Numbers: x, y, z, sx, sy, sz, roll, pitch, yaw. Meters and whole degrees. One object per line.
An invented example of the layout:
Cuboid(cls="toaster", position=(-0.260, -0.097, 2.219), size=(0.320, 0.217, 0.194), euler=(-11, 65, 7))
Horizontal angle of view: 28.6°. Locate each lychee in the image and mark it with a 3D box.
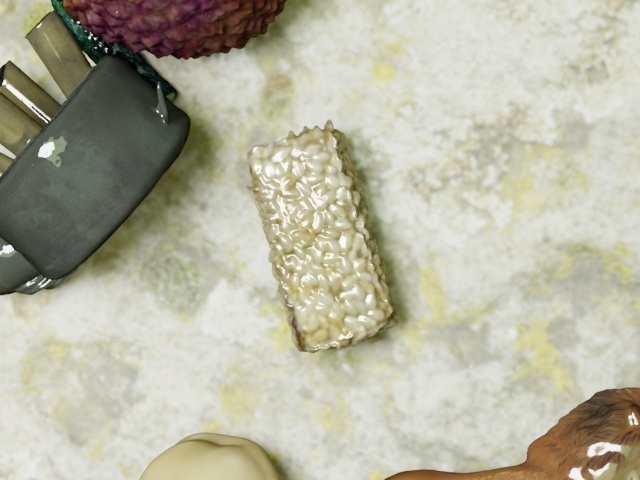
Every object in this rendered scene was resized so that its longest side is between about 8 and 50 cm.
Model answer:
Cuboid(cls="lychee", position=(-0.122, -0.215, 0.903), size=(0.188, 0.188, 0.188), euler=(0, 88, 8))

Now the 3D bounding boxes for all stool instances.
Cuboid(cls="stool", position=(-0.202, -0.050, 0.902), size=(0.139, 0.153, 0.228), euler=(41, 100, -13))

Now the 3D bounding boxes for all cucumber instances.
Cuboid(cls="cucumber", position=(-0.167, -0.151, 0.973), size=(0.032, 0.032, 0.133), euler=(-44, 84, 4))

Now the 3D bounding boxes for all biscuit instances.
Cuboid(cls="biscuit", position=(0.000, 0.000, 0.928), size=(0.082, 0.070, 0.168), euler=(-17, 88, 11))

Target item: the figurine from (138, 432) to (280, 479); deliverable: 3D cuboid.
Cuboid(cls="figurine", position=(-0.075, 0.240, 0.916), size=(0.114, 0.108, 0.196), euler=(-9, 94, 32))

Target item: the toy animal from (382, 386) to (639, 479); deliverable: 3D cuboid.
Cuboid(cls="toy animal", position=(0.133, 0.202, 0.901), size=(0.312, 0.097, 0.158), euler=(-12, 74, 9))
